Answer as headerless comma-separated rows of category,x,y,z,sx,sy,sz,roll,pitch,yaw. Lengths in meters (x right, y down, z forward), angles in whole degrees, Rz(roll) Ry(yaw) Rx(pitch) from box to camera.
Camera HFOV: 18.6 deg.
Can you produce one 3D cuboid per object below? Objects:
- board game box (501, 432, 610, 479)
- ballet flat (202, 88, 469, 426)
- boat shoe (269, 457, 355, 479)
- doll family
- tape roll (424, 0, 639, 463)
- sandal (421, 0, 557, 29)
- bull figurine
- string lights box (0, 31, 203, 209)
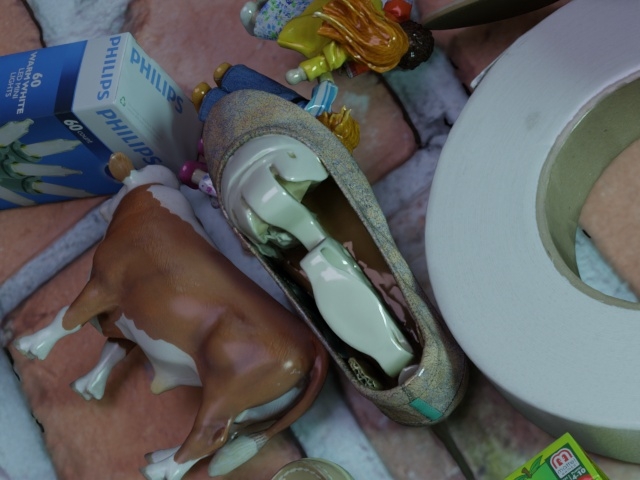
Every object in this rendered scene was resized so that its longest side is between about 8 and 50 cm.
board game box,0.120,0.215,1.316,0.181,0.092,0.043,-38,49,5
ballet flat,0.000,0.000,1.447,0.107,0.106,0.316,-44,69,12
boat shoe,-0.056,0.284,1.372,0.109,0.098,0.302,11,68,34
doll family,-0.016,-0.123,1.586,0.163,0.118,0.263,24,76,38
tape roll,0.261,-0.029,1.397,0.392,0.072,0.392,-15,55,22
sandal,0.173,-0.231,1.524,0.240,0.088,0.079,-14,82,46
bull figurine,-0.124,0.063,1.549,0.188,0.101,0.310,-50,49,-1
string lights box,-0.247,-0.098,1.696,0.260,0.133,0.076,-7,58,27
